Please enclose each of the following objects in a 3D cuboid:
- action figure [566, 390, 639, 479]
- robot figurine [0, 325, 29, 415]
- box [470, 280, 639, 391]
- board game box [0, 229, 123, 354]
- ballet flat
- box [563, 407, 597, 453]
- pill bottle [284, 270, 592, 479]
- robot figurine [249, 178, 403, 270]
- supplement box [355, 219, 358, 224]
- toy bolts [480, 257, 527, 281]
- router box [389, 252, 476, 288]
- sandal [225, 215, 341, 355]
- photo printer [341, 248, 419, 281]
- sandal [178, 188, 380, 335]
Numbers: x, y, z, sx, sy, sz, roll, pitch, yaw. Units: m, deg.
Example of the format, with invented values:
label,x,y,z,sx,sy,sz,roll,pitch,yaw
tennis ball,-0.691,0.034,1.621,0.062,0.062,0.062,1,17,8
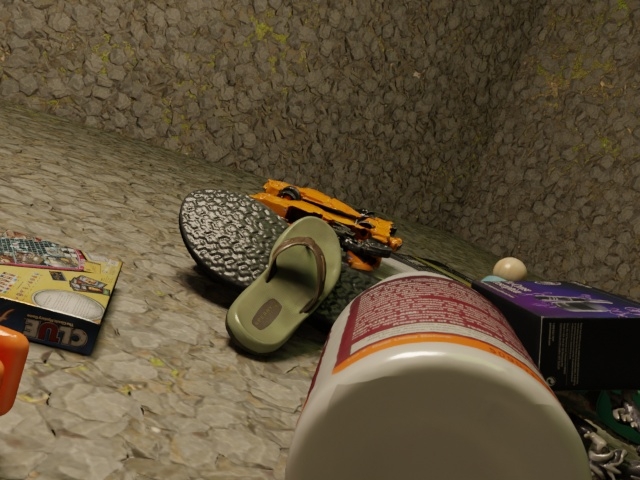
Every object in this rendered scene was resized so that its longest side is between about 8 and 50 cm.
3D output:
label,x,y,z,sx,sy,sz,roll,pitch,yaw
action figure,0.367,0.265,0.803,0.275,0.164,0.141,17,14,10
robot figurine,-0.336,0.077,0.469,0.219,0.128,0.158,19,53,-7
box,0.340,0.125,0.908,0.184,0.103,0.261,3,6,-7
board game box,-0.346,0.056,0.805,0.165,0.042,0.243,18,10,-15
ballet flat,0.412,0.233,0.963,0.241,0.091,0.077,30,-5,30
box,0.282,0.246,1.011,0.183,0.056,0.231,17,10,-28
pill bottle,0.104,0.158,0.641,0.224,0.224,0.392,21,10,3
robot figurine,0.012,-0.029,1.215,0.291,0.085,0.211,21,21,4
supplement box,0.073,-0.008,1.810,0.220,0.114,0.111,20,9,4
toy bolts,0.317,0.122,1.204,0.218,0.158,0.228,26,-16,30
router box,0.331,0.130,1.668,0.243,0.081,0.309,12,13,-43
sandal,-0.036,0.055,0.975,0.120,0.086,0.303,32,38,0
photo printer,0.106,0.093,1.332,0.256,0.107,0.307,22,10,11
sandal,-0.058,0.073,1.093,0.446,0.107,0.167,33,50,1
